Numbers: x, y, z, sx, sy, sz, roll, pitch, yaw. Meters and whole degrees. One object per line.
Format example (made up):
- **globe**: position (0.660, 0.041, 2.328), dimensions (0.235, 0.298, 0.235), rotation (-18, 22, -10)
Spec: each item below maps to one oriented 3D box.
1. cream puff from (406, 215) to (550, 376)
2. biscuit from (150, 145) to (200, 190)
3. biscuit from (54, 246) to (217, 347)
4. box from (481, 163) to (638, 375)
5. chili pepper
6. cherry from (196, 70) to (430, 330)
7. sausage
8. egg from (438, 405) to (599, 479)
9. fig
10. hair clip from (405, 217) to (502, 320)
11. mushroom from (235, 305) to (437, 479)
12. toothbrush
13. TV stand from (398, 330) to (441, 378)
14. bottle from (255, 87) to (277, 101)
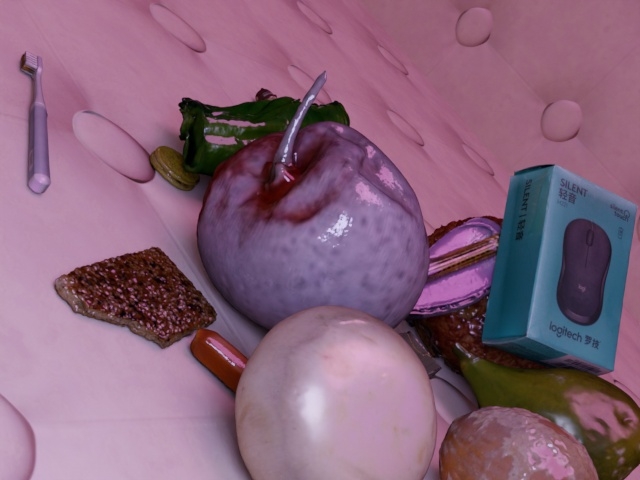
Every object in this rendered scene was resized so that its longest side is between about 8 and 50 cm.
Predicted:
- **cream puff**: position (0.321, 0.094, 1.897), dimensions (0.351, 0.229, 0.350), rotation (28, 39, -25)
- **biscuit**: position (-0.223, -0.111, 1.616), dimensions (0.084, 0.023, 0.084), rotation (38, 20, -17)
- **biscuit**: position (-0.212, 0.071, 1.263), dimensions (0.131, 0.026, 0.237), rotation (45, 18, 8)
- **box**: position (0.400, 0.050, 1.746), dimensions (0.205, 0.118, 0.311), rotation (24, 70, -28)
- **chili pepper**: position (-0.103, -0.152, 1.714), dimensions (0.385, 0.213, 0.167), rotation (-4, 93, -53)
- **cherry**: position (0.008, 0.001, 1.419), dimensions (0.335, 0.291, 0.326), rotation (39, -21, -18)
- **sausage**: position (-0.104, 0.156, 1.277), dimensions (0.131, 0.041, 0.039), rotation (43, 24, -4)
- **egg**: position (0.267, 0.332, 1.427), dimensions (0.245, 0.203, 0.203), rotation (41, 17, 24)
- **fig**: position (0.370, 0.278, 1.706), dimensions (0.314, 0.233, 0.233), rotation (50, 20, 28)
- **hair clip**: position (0.178, 0.060, 1.715), dimensions (0.359, 0.095, 0.110), rotation (-16, 42, -28)
- **mushroom**: position (0.013, 0.203, 1.198), dimensions (0.246, 0.202, 0.246), rotation (8, 69, -22)
- **toothbrush**: position (-0.381, -0.166, 1.412), dimensions (0.030, 0.025, 0.342), rotation (25, 26, -33)
- **TV stand**: position (0.075, 0.197, 1.478), dimensions (0.082, 0.088, 0.269), rotation (49, 20, 16)
- **bottle**: position (-0.098, -0.273, 2.174), dimensions (0.101, 0.047, 0.063), rotation (49, -17, 27)
